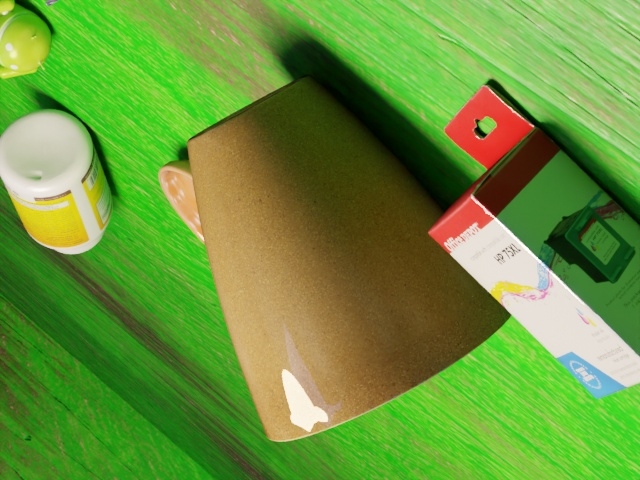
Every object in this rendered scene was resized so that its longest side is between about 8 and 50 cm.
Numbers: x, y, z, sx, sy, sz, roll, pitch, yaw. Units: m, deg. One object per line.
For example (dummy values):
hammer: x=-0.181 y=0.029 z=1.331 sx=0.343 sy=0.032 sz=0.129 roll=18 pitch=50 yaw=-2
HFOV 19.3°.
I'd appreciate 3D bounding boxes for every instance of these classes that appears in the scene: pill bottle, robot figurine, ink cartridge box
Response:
pill bottle: x=-0.322 y=-0.064 z=2.319 sx=0.117 sy=0.117 sz=0.215 roll=38 pitch=162 yaw=19
robot figurine: x=-0.338 y=-0.224 z=2.050 sx=0.115 sy=0.067 sz=0.101 roll=31 pitch=147 yaw=37
ink cartridge box: x=0.166 y=0.003 z=1.387 sx=0.231 sy=0.078 sz=0.134 roll=44 pitch=164 yaw=1

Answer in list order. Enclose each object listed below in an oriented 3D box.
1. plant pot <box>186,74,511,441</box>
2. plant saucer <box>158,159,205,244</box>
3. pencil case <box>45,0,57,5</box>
plant pot: x=0.000 y=0.000 z=1.574 sx=0.254 sy=0.237 sz=0.237 roll=61 pitch=161 yaw=-7
plant saucer: x=-0.091 y=-0.017 z=2.029 sx=0.200 sy=0.037 sz=0.200 roll=41 pitch=164 yaw=14
pencil case: x=-0.254 y=-0.306 z=1.615 sx=0.209 sy=0.095 sz=0.098 roll=54 pitch=177 yaw=-25
